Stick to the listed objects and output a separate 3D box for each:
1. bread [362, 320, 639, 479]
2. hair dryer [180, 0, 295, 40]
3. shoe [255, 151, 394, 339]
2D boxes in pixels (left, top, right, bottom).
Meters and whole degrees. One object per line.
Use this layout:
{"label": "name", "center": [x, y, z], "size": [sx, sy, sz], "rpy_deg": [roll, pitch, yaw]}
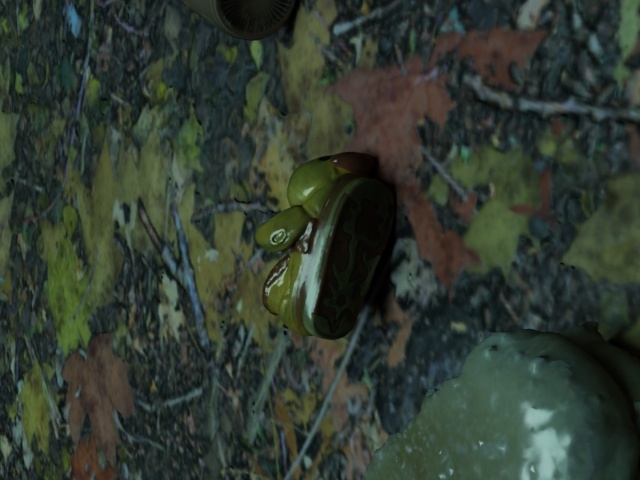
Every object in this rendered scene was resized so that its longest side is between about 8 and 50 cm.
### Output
{"label": "bread", "center": [0.077, 0.198, 0.660], "size": [0.183, 0.102, 0.337], "rpy_deg": [59, 135, 29]}
{"label": "hair dryer", "center": [-0.048, -0.231, 0.849], "size": [0.117, 0.064, 0.181], "rpy_deg": [42, 118, 48]}
{"label": "shoe", "center": [-0.003, 0.002, 0.780], "size": [0.069, 0.072, 0.109], "rpy_deg": [8, 99, 50]}
